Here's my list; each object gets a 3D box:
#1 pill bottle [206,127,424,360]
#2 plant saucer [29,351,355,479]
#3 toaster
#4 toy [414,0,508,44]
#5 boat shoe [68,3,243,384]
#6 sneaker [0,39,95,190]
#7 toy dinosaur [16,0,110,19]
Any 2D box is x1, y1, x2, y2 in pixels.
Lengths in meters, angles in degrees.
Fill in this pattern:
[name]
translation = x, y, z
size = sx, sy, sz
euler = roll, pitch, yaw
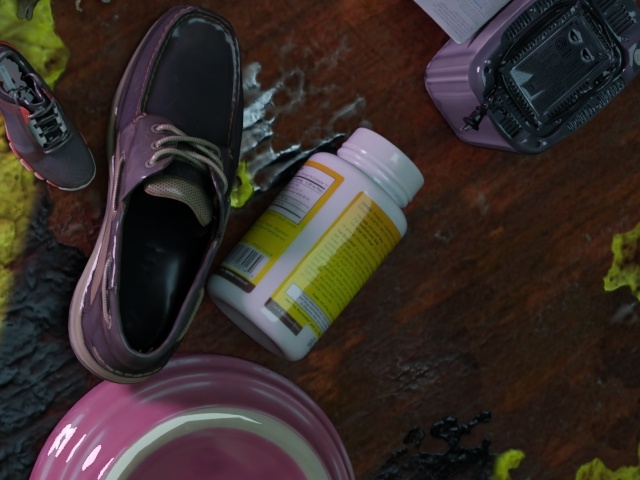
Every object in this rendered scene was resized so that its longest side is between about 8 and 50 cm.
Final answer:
[pill bottle]
translation = 0.000, 0.000, 1.794
size = 0.117, 0.117, 0.215
euler = 44, 79, -18
[plant saucer]
translation = -0.111, 0.273, 1.789
size = 0.332, 0.084, 0.332
euler = -1, 94, -20
[toaster]
translation = 0.200, -0.167, 1.843
size = 0.227, 0.146, 0.129
euler = -42, 106, -14
[toy]
translation = 0.158, -0.299, 1.860
size = 0.137, 0.056, 0.237
euler = 45, 69, 3
[boat shoe]
translation = -0.127, -0.043, 1.726
size = 0.132, 0.130, 0.355
euler = 13, 82, -22
[sneaker]
translation = -0.256, -0.109, 1.716
size = 0.061, 0.065, 0.158
euler = -41, 106, -14
[toy dinosaur]
translation = -0.212, -0.276, 1.729
size = 0.092, 0.053, 0.183
euler = 24, 85, -19
